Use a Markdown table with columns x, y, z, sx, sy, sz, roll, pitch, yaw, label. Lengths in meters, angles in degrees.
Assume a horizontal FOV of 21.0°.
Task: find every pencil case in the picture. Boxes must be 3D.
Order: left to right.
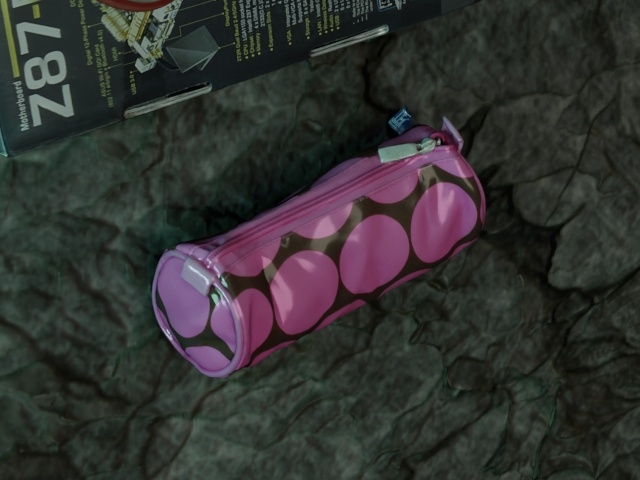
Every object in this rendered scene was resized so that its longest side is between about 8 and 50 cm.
| x | y | z | sx | sy | sz | roll | pitch | yaw | label |
| --- | --- | --- | --- | --- | --- | --- | --- | --- | --- |
| 0.000 | 0.000 | 1.052 | 0.209 | 0.095 | 0.098 | -31 | 160 | -26 | pencil case |

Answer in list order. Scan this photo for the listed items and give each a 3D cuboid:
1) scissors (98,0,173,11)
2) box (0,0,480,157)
| x | y | z | sx | sy | sz | roll | pitch | yaw | label |
| --- | --- | --- | --- | --- | --- | --- | --- | --- | --- |
| -0.180 | -0.142 | 0.787 | 0.297 | 0.021 | 0.109 | -13 | 120 | -27 | scissors |
| -0.070 | -0.273 | 0.874 | 0.318 | 0.097 | 0.394 | -24 | 122 | -29 | box |
